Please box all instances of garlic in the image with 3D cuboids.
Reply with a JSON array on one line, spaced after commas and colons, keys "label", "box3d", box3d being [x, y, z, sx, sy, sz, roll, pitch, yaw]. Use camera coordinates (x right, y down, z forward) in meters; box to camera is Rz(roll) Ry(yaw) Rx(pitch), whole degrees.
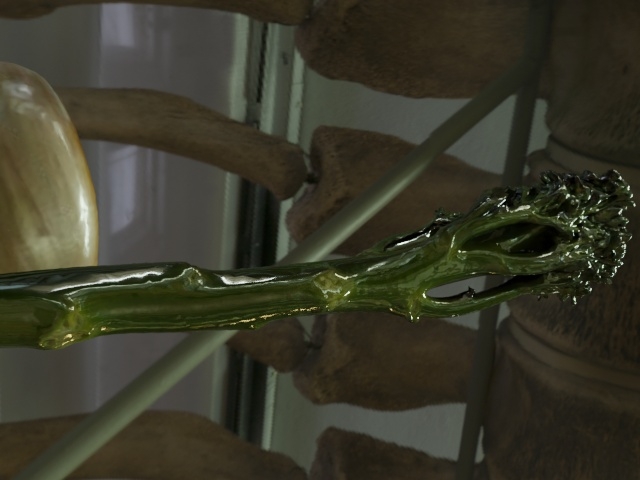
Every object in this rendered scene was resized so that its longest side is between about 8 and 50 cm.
[{"label": "garlic", "box3d": [-0.221, -0.025, 0.540, 0.128, 0.115, 0.207, -11, -82, 46]}]

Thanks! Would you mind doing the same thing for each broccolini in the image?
[{"label": "broccolini", "box3d": [-0.001, 0.005, 0.395, 0.074, 0.392, 0.079, 172, -85, -65]}]
